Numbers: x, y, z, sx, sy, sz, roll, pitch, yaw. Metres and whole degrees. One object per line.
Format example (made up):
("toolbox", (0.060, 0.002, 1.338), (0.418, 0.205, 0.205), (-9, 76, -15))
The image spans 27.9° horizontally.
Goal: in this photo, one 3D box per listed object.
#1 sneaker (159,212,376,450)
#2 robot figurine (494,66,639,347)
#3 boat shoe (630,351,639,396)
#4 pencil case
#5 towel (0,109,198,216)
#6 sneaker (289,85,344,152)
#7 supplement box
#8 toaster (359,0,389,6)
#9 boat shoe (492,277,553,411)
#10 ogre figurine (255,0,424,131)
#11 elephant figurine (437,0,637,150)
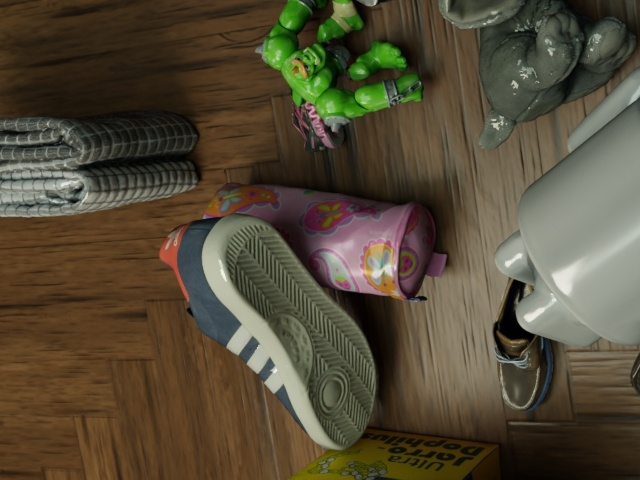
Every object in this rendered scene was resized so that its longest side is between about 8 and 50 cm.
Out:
("sneaker", (-0.061, 0.103, 1.485), (0.148, 0.131, 0.350), (4, 134, 43))
("robot figurine", (0.338, -0.034, 1.266), (0.353, 0.200, 0.299), (-41, 52, 31))
("boat shoe", (0.475, 0.199, 1.286), (0.355, 0.130, 0.132), (26, 113, 22))
("pencil case", (0.000, 0.000, 1.517), (0.284, 0.124, 0.124), (7, 105, 27))
("towel", (-0.329, -0.104, 1.609), (0.284, 0.235, 0.121), (2, 100, 28))
("sneaker", (-0.019, -0.158, 1.533), (0.057, 0.047, 0.119), (-23, 89, 43))
("supplement box", (0.098, 0.427, 1.520), (0.194, 0.195, 0.356), (3, 104, 29))
("toaster", (0.087, -0.351, 1.353), (0.110, 0.186, 0.168), (32, 124, 22))
("boat shoe", (0.220, 0.111, 1.446), (0.066, 0.066, 0.183), (6, 105, 29))
("ogre figurine", (0.015, -0.204, 1.460), (0.118, 0.097, 0.197), (-41, 93, -8))
("elephant figurine", (0.205, -0.257, 1.334), (0.239, 0.186, 0.169), (61, 165, 16))
